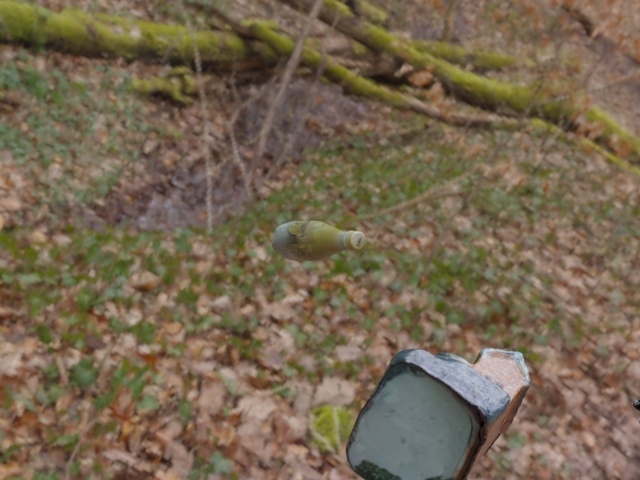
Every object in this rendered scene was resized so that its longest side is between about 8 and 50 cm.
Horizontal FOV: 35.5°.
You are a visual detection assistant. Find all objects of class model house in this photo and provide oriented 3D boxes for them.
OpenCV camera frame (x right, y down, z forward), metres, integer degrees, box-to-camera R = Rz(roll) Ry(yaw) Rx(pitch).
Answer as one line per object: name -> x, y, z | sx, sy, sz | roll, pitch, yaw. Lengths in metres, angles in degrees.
model house -> 0.210, 0.245, 1.513 | 0.184, 0.253, 0.291 | 35, 38, 24

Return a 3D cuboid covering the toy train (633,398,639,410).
toy train -> 0.569, 0.312, 1.552 | 0.100, 0.160, 0.296 | 37, 42, -29

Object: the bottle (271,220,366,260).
bottle -> 0.000, 0.000, 1.976 | 0.083, 0.083, 0.269 | 13, -8, -34

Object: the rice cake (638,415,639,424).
rice cake -> 0.671, 0.423, 1.892 | 0.042, 0.080, 0.222 | -19, 85, -38
